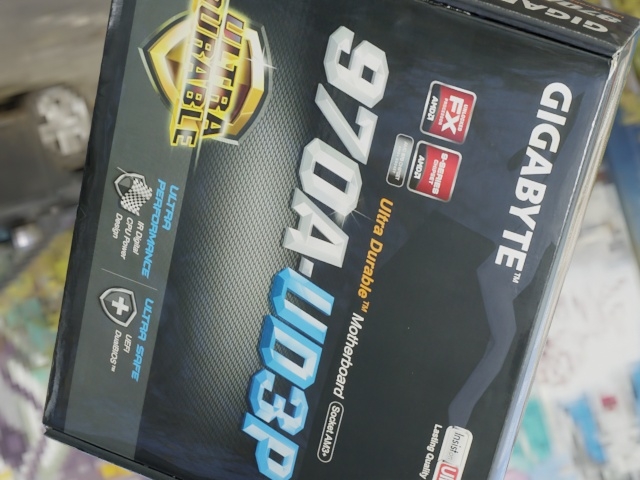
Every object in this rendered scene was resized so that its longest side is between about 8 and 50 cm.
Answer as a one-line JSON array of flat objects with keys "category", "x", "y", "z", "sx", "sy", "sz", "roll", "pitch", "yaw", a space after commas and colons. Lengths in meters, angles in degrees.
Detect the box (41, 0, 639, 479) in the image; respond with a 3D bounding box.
[{"category": "box", "x": 0.000, "y": 0.000, "z": 0.633, "sx": 0.175, "sy": 0.220, "sz": 0.051, "roll": 20, "pitch": -154, "yaw": 13}]
